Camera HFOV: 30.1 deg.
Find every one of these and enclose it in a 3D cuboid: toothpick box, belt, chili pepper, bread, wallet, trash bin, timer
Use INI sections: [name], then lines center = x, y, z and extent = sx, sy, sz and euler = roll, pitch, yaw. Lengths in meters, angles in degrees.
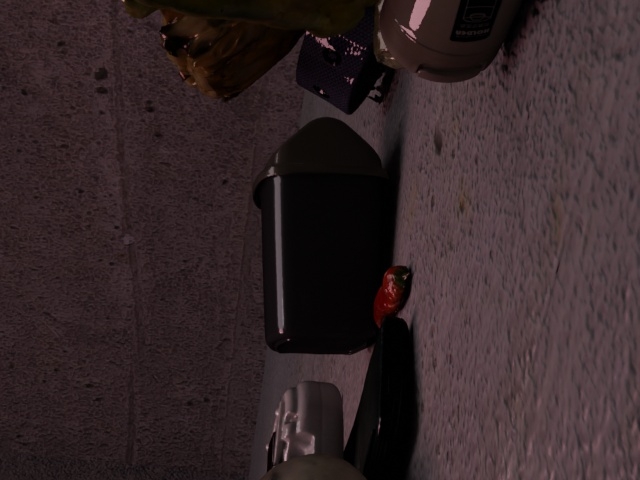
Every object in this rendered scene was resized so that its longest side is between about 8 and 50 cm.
[toothpick box]
center = 0.116, -0.219, 0.957
extent = 0.181, 0.111, 0.111
euler = 110, 165, -64
[belt]
center = 0.049, -0.272, 1.676
extent = 0.140, 0.126, 0.230
euler = -55, -8, -27
[chili pepper]
center = 0.080, 0.072, 1.420
extent = 0.178, 0.027, 0.045
euler = 103, 171, -66
[bread]
center = -0.079, -0.349, 1.644
extent = 0.324, 0.167, 0.277
euler = -60, -6, -4
[wallet]
center = 0.056, 0.248, 1.365
extent = 0.172, 0.045, 0.318
euler = -85, 4, -47
[trash bin]
center = 0.000, 0.000, 1.585
extent = 0.209, 0.182, 0.290
euler = 120, 151, -75
[timer]
center = -0.025, 0.314, 1.477
extent = 0.237, 0.087, 0.262
euler = 104, 169, -63

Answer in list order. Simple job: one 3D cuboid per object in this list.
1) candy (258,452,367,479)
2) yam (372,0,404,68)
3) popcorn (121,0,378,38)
[candy]
center = -0.012, 0.363, 1.218
extent = 0.295, 0.185, 0.295
euler = -165, 90, -77
[yam]
center = 0.108, -0.372, 1.462
extent = 0.067, 0.071, 0.317
euler = 11, -97, -59
[popcorn]
center = -0.066, -0.315, 1.009
extent = 0.312, 0.312, 0.312
euler = -173, 90, -85
